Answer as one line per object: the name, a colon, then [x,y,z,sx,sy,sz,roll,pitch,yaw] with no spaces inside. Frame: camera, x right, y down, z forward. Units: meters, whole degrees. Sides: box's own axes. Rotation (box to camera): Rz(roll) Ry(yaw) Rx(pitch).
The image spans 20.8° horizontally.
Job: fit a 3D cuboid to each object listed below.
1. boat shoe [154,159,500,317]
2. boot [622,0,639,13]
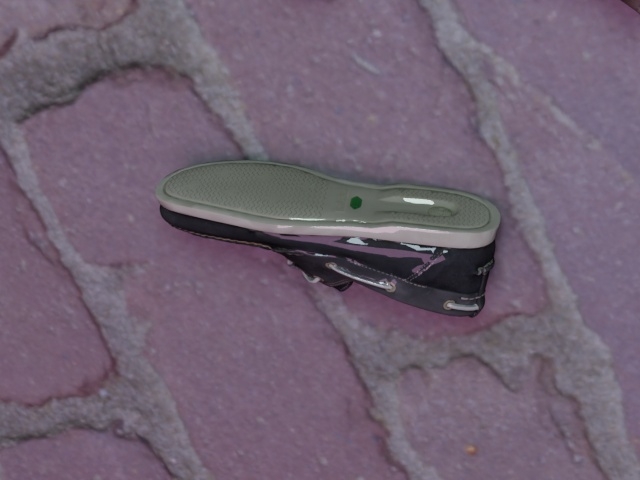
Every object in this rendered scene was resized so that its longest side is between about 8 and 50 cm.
boat shoe: [0.000,0.000,1.155,0.233,0.084,0.079,10,123,11]
boot: [0.101,-0.193,0.981,0.207,0.090,0.248,42,119,4]
